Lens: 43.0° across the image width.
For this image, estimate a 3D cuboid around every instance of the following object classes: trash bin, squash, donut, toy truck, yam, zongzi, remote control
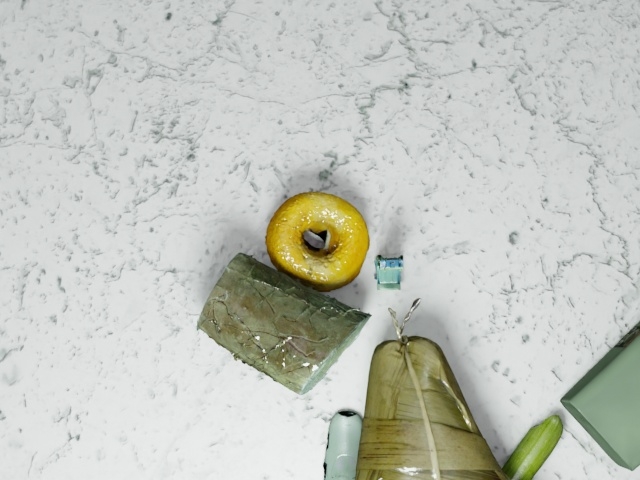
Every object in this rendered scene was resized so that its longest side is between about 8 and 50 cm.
[{"bbox_3d":[0.740,0.323,1.827,0.343,0.158,0.223,-40,82,-5],"label":"trash bin"},{"bbox_3d":[0.472,0.494,1.847,0.069,0.069,0.239,38,83,7],"label":"squash"},{"bbox_3d":[-0.002,-0.002,1.922,0.253,0.118,0.253,1,85,-13],"label":"donut"},{"bbox_3d":[0.160,0.074,1.871,0.067,0.175,0.081,-1,86,0],"label":"toy truck"},{"bbox_3d":[-0.092,0.185,1.830,0.348,0.241,0.241,28,82,9],"label":"yam"},{"bbox_3d":[0.325,0.402,1.802,0.467,0.218,0.500,8,78,-4],"label":"zongzi"},{"bbox_3d":[0.054,0.520,1.860,0.097,0.045,0.256,1,78,-1],"label":"remote control"}]
